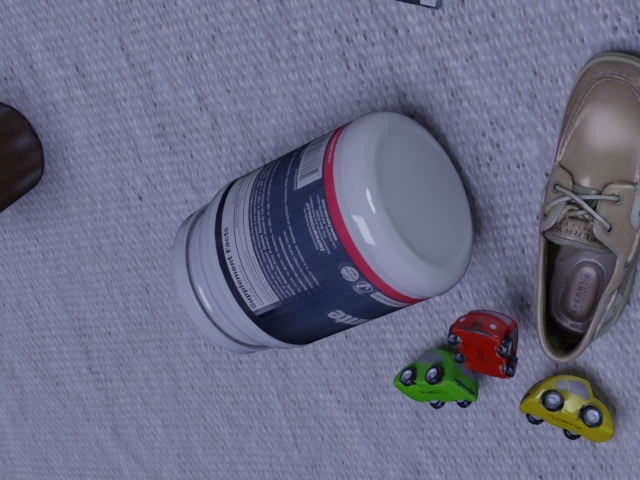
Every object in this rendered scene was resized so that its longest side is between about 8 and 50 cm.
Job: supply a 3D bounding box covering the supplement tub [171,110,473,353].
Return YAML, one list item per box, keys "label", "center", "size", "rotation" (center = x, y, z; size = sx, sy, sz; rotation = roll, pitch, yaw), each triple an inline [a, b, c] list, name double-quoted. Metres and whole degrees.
- label: "supplement tub"
  center: [0.000, 0.000, 1.247]
  size: [0.272, 0.191, 0.191]
  rotation: [-24, 101, 37]

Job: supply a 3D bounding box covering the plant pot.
- label: "plant pot"
  center: [-0.434, -0.082, 1.475]
  size: [0.167, 0.165, 0.167]
  rotation: [13, 119, 24]

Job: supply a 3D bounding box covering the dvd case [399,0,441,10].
- label: "dvd case"
  center: [0.065, -0.276, 1.177]
  size: [0.119, 0.013, 0.087]
  rotation: [18, 122, 23]

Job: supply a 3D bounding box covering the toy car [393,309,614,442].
- label: "toy car"
  center: [0.168, 0.138, 1.282]
  size: [0.239, 0.053, 0.225]
  rotation: [38, 151, -30]

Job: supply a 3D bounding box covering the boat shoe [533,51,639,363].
- label: "boat shoe"
  center: [0.255, -0.024, 1.143]
  size: [0.109, 0.098, 0.302]
  rotation: [18, 122, 22]
